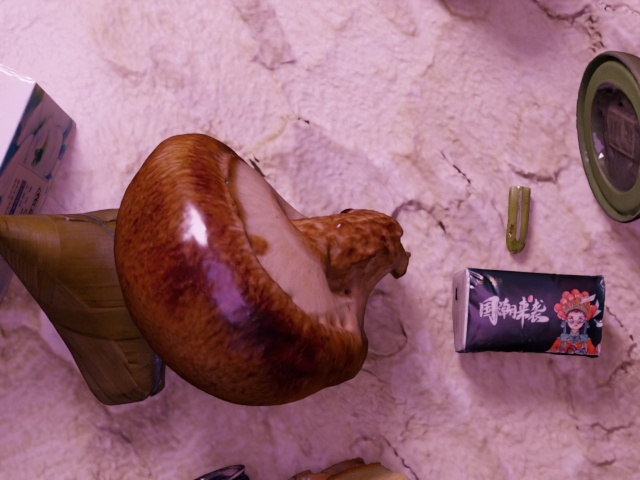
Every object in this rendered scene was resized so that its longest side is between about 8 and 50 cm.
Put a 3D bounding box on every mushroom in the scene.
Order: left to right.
[{"bbox_3d":[-0.055,0.019,1.012,0.260,0.345,0.345,-35,89,8],"label":"mushroom"}]

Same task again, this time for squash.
[{"bbox_3d":[0.245,-0.025,1.183,0.027,0.027,0.083,5,84,-5],"label":"squash"}]

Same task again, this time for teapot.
[{"bbox_3d":[0.504,-0.119,1.143,0.337,0.200,0.270,-10,112,-7],"label":"teapot"}]

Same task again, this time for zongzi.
[{"bbox_3d":[-0.266,0.077,1.026,0.115,0.256,0.228,-3,89,28],"label":"zongzi"}]

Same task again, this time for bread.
[{"bbox_3d":[0.042,0.330,1.084,0.127,0.147,0.152,-17,94,-18],"label":"bread"}]

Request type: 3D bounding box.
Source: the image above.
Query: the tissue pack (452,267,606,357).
[{"bbox_3d":[0.246,0.087,1.142,0.170,0.090,0.103,2,88,-4],"label":"tissue pack"}]

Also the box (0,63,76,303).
[{"bbox_3d":[-0.386,-0.047,1.042,0.116,0.203,0.274,21,84,-2],"label":"box"}]

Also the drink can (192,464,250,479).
[{"bbox_3d":[-0.089,0.384,1.088,0.097,0.097,0.235,-19,88,-6],"label":"drink can"}]
